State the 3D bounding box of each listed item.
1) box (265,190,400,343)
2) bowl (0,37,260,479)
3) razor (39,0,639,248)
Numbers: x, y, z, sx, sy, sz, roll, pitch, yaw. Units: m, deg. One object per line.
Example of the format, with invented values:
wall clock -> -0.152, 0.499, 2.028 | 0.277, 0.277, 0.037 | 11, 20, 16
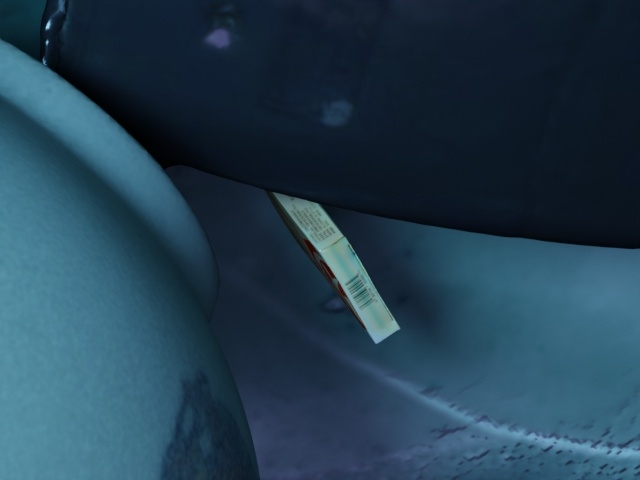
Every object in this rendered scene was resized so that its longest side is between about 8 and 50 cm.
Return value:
box -> 0.000, 0.000, 0.847 | 0.015, 0.093, 0.058 | -34, 125, -3
bowl -> -0.165, 0.040, 0.748 | 0.196, 0.434, 0.435 | -54, 128, -24
razor -> 0.065, -0.095, 0.775 | 0.349, 0.113, 0.204 | 5, 127, -12
